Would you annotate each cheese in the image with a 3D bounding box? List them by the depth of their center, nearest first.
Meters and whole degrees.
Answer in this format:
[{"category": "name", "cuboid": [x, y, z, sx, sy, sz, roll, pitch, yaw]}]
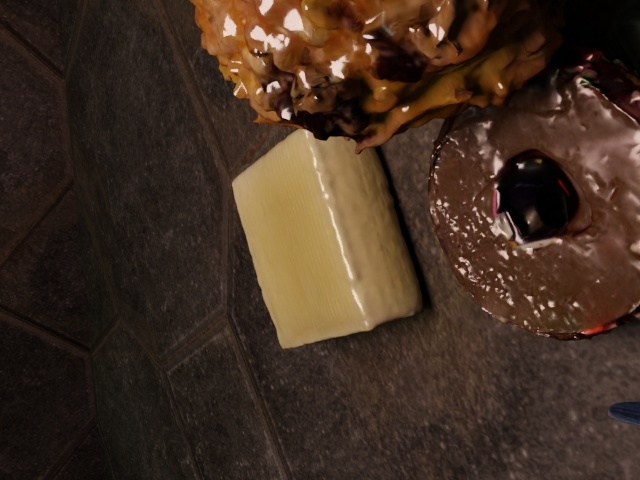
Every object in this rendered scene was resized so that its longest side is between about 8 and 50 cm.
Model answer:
[{"category": "cheese", "cuboid": [0.000, 0.000, 0.835, 0.242, 0.123, 0.266, -24, 81, 50]}]

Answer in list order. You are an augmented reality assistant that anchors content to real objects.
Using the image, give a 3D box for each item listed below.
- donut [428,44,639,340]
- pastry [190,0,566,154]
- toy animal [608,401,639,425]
[{"category": "donut", "cuboid": [0.214, -0.040, 0.550, 0.269, 0.103, 0.270, 22, 120, 46]}, {"category": "pastry", "cuboid": [0.069, -0.279, 0.486, 0.337, 0.292, 0.405, -22, 59, 27]}, {"category": "toy animal", "cuboid": [0.323, 0.221, 0.457, 0.239, 0.255, 0.176, -85, -15, -47]}]
